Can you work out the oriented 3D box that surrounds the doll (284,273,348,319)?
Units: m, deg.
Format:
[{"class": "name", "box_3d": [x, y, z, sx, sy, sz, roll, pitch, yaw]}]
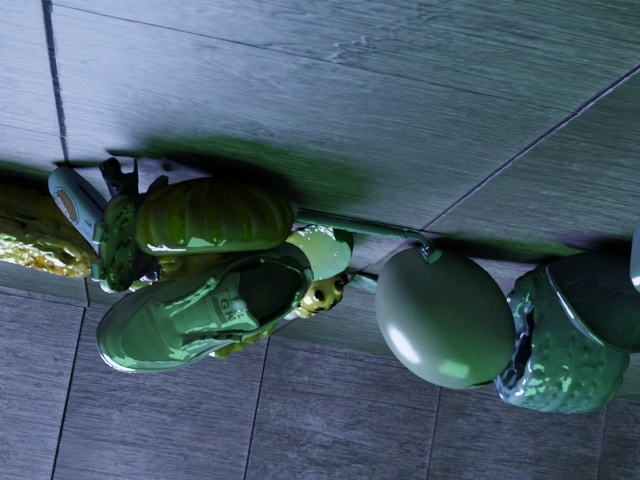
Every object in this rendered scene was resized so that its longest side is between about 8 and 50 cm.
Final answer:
[{"class": "doll", "box_3d": [-0.024, 0.100, 2.465, 0.117, 0.086, 0.291, -19, 179, -17]}]

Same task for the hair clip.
[{"class": "hair clip", "box_3d": [-0.258, -0.017, 1.777, 0.056, 0.187, 0.146, 5, -164, 29]}]

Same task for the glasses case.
[{"class": "glasses case", "box_3d": [-0.319, -0.032, 1.879, 0.178, 0.045, 0.067, 47, 147, 10]}]

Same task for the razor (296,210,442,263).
[{"class": "razor", "box_3d": [0.068, -0.014, 1.918, 0.211, 0.036, 0.084, 16, -171, -7]}]

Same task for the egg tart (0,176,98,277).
[{"class": "egg tart", "box_3d": [-0.472, -0.027, 2.092, 0.294, 0.123, 0.294, 13, 170, 2]}]

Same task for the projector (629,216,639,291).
[{"class": "projector", "box_3d": [0.488, 0.012, 1.425, 0.250, 0.108, 0.198, 10, 166, -11]}]

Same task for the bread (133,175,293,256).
[{"class": "bread", "box_3d": [-0.137, -0.032, 1.739, 0.213, 0.104, 0.213, -1, 180, 0]}]

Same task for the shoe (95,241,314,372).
[{"class": "shoe", "box_3d": [-0.141, 0.092, 1.779, 0.316, 0.124, 0.159, -26, -172, -15]}]

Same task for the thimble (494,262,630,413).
[{"class": "thimble", "box_3d": [0.372, 0.148, 2.006, 0.172, 0.250, 0.205, 9, -145, -9]}]

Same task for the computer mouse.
[{"class": "computer mouse", "box_3d": [0.472, 0.089, 1.832, 0.379, 0.167, 0.090, 15, 125, -29]}]

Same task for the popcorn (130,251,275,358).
[{"class": "popcorn", "box_3d": [-0.170, 0.056, 1.985, 0.258, 0.224, 0.270, 13, 166, 9]}]

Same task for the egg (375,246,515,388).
[{"class": "egg", "box_3d": [0.184, 0.113, 1.996, 0.253, 0.186, 0.186, 53, -166, 30]}]

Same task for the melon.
[{"class": "melon", "box_3d": [0.000, 0.000, 2.067, 0.114, 0.053, 0.262, 29, 163, -6]}]

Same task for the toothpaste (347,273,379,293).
[{"class": "toothpaste", "box_3d": [0.158, 0.096, 2.414, 0.218, 0.041, 0.064, 14, 158, -11]}]
